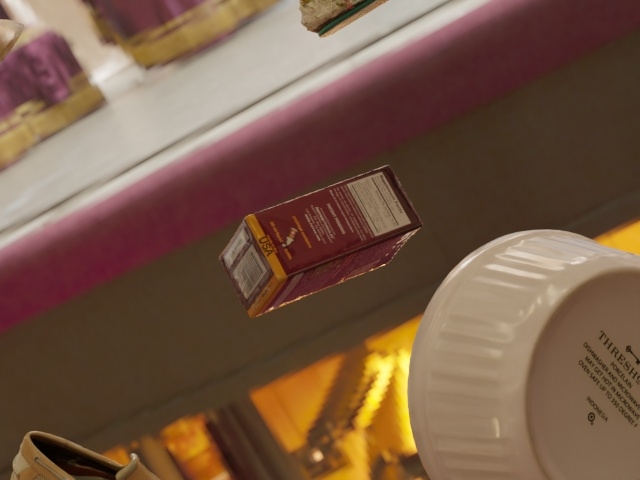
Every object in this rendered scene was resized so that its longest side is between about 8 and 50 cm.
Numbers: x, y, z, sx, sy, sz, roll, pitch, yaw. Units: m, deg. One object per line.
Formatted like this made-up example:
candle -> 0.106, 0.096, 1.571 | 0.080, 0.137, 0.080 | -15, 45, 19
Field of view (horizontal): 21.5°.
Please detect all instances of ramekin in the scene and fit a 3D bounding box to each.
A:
ramekin -> 0.217, 0.125, 1.425 | 0.273, 0.273, 0.127 | -34, 17, -25

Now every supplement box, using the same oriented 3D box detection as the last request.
supplement box -> 0.000, 0.000, 1.800 | 0.188, 0.081, 0.104 | -21, -16, -29

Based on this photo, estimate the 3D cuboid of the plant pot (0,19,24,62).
plant pot -> -0.355, -0.115, 1.498 | 0.236, 0.032, 0.236 | -43, 18, 17

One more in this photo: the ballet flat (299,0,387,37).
ballet flat -> 0.076, -0.302, 1.811 | 0.241, 0.077, 0.091 | -26, -6, 14

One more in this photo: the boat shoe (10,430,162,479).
boat shoe -> -0.147, 0.198, 1.286 | 0.068, 0.190, 0.072 | -67, -6, -59
